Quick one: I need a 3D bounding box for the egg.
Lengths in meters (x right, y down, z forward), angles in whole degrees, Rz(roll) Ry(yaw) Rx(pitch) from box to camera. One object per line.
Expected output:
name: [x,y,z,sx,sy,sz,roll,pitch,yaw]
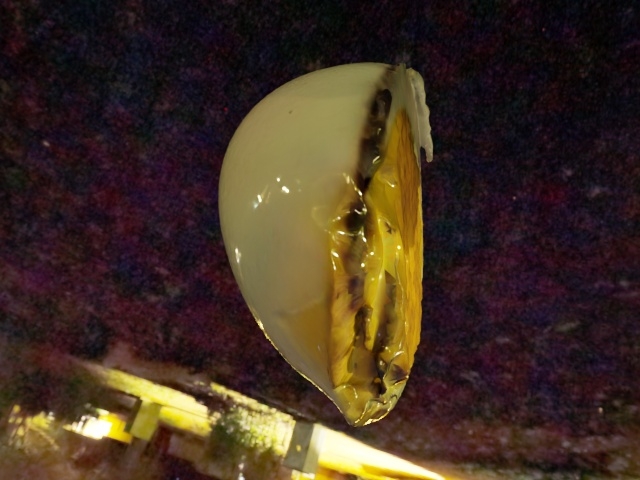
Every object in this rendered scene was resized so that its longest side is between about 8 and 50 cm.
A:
egg: [0.001,0.000,0.451,0.173,0.287,0.264,-2,169,18]
